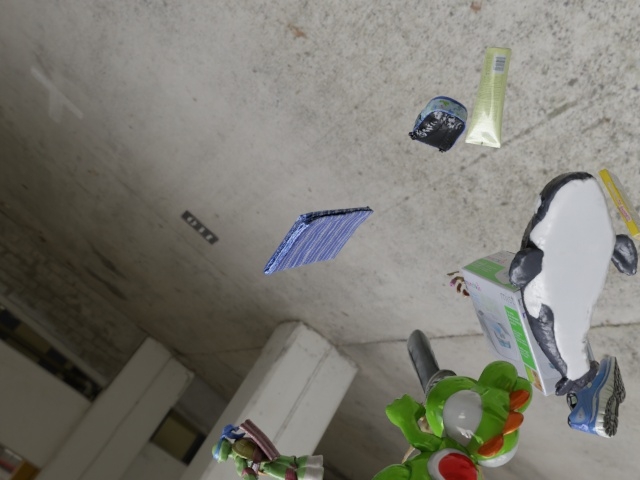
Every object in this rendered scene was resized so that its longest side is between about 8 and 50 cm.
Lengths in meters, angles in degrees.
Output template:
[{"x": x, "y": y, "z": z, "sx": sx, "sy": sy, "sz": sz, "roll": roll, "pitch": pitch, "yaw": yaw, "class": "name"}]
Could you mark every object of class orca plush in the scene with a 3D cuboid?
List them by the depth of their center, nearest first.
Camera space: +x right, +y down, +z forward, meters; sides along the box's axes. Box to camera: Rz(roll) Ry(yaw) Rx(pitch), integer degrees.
[{"x": 0.307, "y": 0.045, "z": 0.688, "sx": 0.102, "sy": 0.151, "sz": 0.287, "roll": -105, "pitch": -10, "yaw": -69, "class": "orca plush"}]

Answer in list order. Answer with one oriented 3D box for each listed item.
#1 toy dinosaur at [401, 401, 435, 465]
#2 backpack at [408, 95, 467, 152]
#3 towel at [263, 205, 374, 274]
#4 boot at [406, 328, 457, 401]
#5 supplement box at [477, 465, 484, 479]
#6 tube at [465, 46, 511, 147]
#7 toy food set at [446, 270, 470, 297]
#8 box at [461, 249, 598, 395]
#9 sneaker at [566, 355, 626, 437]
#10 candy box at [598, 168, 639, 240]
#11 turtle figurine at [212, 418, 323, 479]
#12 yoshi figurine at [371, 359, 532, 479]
[{"x": 0.196, "y": 0.343, "z": 0.986, "sx": 0.053, "sy": 0.183, "sz": 0.092, "roll": 46, "pitch": -165, "yaw": -8, "class": "toy dinosaur"}, {"x": 0.272, "y": -0.270, "z": 1.220, "sx": 0.105, "sy": 0.084, "sz": 0.114, "roll": 22, "pitch": 152, "yaw": -8, "class": "backpack"}, {"x": 0.000, "y": 0.000, "z": 1.622, "sx": 0.040, "sy": 0.336, "sz": 0.243, "roll": 51, "pitch": 124, "yaw": 22, "class": "towel"}, {"x": 0.243, "y": 0.276, "z": 1.194, "sx": 0.076, "sy": 0.208, "sz": 0.190, "roll": 2, "pitch": 129, "yaw": -1, "class": "boot"}, {"x": 0.299, "y": 0.718, "z": 1.253, "sx": 0.194, "sy": 0.195, "sz": 0.357, "roll": -17, "pitch": 83, "yaw": 29, "class": "supplement box"}, {"x": 0.427, "y": -0.360, "z": 1.369, "sx": 0.070, "sy": 0.062, "sz": 0.240, "roll": -132, "pitch": 44, "yaw": -65, "class": "tube"}, {"x": 0.501, "y": 0.164, "z": 1.940, "sx": 0.019, "sy": 0.078, "sz": 0.122, "roll": 103, "pitch": 148, "yaw": -44, "class": "toy food set"}, {"x": 0.439, "y": 0.161, "z": 1.167, "sx": 0.262, "sy": 0.126, "sz": 0.231, "roll": -133, "pitch": 21, "yaw": -79, "class": "box"}, {"x": 0.833, "y": 0.462, "z": 1.663, "sx": 0.147, "sy": 0.330, "sz": 0.130, "roll": -10, "pitch": 106, "yaw": 41, "class": "sneaker"}, {"x": 0.838, "y": -0.098, "z": 1.499, "sx": 0.027, "sy": 0.206, "sz": 0.105, "roll": -32, "pitch": 151, "yaw": 34, "class": "candy box"}, {"x": -0.132, "y": 0.582, "z": 1.280, "sx": 0.266, "sy": 0.275, "sz": 0.198, "roll": 6, "pitch": 142, "yaw": 0, "class": "turtle figurine"}, {"x": 0.174, "y": 0.332, "z": 0.812, "sx": 0.203, "sy": 0.362, "sz": 0.204, "roll": 23, "pitch": 147, "yaw": 45, "class": "yoshi figurine"}]
